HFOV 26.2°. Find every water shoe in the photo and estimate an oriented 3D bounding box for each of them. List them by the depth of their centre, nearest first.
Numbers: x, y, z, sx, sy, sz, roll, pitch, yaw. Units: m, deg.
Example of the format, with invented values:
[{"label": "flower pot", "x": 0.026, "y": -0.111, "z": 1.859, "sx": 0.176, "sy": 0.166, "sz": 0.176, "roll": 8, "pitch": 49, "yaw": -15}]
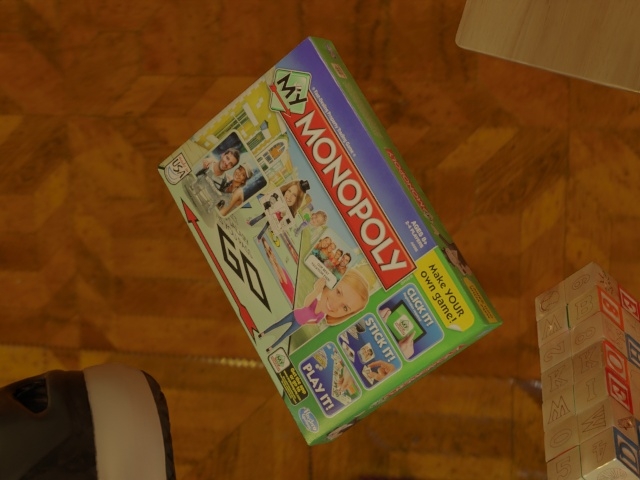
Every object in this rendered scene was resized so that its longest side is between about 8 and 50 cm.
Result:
[{"label": "water shoe", "x": -0.075, "y": 0.123, "z": 0.377, "sx": 0.080, "sy": 0.203, "sz": 0.073, "roll": -6, "pitch": 131, "yaw": -5}]

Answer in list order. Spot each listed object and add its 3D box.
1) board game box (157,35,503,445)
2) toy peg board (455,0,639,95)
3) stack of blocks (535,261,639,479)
[{"label": "board game box", "x": 0.000, "y": 0.000, "z": 1.283, "sx": 0.213, "sy": 0.046, "sz": 0.317, "roll": -38, "pitch": 72, "yaw": 25}, {"label": "toy peg board", "x": 0.206, "y": -0.194, "z": 1.006, "sx": 0.161, "sy": 0.079, "sz": 0.161, "roll": 19, "pitch": 95, "yaw": 29}, {"label": "stack of blocks", "x": 0.323, "y": 0.185, "z": 1.474, "sx": 0.171, "sy": 0.297, "sz": 0.087, "roll": 39, "pitch": 123, "yaw": -23}]
